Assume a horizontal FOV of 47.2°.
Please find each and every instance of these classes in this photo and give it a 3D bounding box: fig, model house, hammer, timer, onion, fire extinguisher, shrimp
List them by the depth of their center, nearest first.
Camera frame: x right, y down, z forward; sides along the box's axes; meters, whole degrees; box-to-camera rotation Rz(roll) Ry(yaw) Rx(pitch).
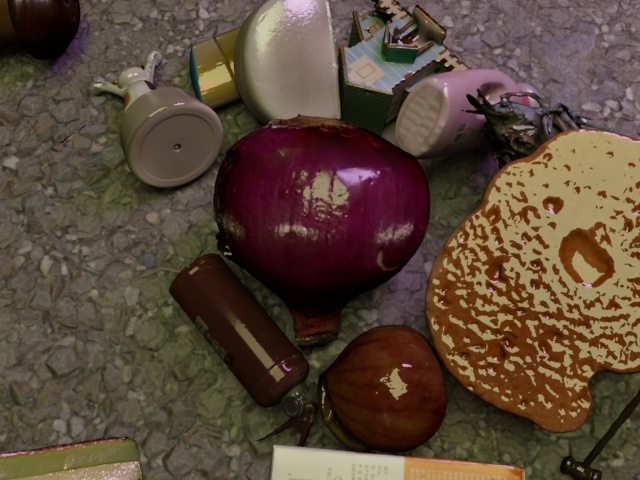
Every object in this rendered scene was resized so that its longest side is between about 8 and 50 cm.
[{"bbox_3d":[0.428,0.259,1.044,0.058,0.292,0.029,23,41,9],"label":"hammer"},{"bbox_3d":[0.092,0.226,1.096,0.205,0.205,0.205,0,69,1],"label":"fig"},{"bbox_3d":[0.000,0.000,1.150,0.348,0.348,0.385,2,103,1],"label":"onion"},{"bbox_3d":[-0.116,0.188,1.169,0.147,0.106,0.337,-47,71,19],"label":"fire extinguisher"},{"bbox_3d":[0.362,-0.170,1.177,0.172,0.372,0.137,-37,64,27],"label":"shrimp"},{"bbox_3d":[0.112,-0.297,1.310,0.206,0.178,0.271,-36,75,-19],"label":"model house"},{"bbox_3d":[-0.310,-0.240,1.327,0.175,0.175,0.266,-31,53,-11],"label":"timer"}]

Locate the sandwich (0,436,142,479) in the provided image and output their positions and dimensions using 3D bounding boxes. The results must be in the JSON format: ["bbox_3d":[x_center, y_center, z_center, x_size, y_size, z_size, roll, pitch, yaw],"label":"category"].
[{"bbox_3d":[-0.371,0.357,1.078,0.187,0.144,0.117,-13,71,-4],"label":"sandwich"}]

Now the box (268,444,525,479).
[{"bbox_3d":[0.099,0.382,1.018,0.341,0.225,0.143,5,68,3],"label":"box"}]

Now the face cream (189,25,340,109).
[{"bbox_3d":[-0.115,-0.351,1.390,0.285,0.067,0.139,-23,75,-8],"label":"face cream"}]

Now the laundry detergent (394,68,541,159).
[{"bbox_3d":[0.264,-0.219,1.235,0.335,0.159,0.088,-17,55,-44],"label":"laundry detergent"}]

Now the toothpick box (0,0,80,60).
[{"bbox_3d":[-0.603,-0.427,1.368,0.294,0.192,0.192,-3,69,5],"label":"toothpick box"}]

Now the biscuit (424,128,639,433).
[{"bbox_3d":[0.358,0.042,1.054,0.455,0.078,0.349,-40,81,7],"label":"biscuit"}]

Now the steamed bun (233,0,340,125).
[{"bbox_3d":[-0.063,-0.306,1.286,0.164,0.146,0.241,-8,100,-16],"label":"steamed bun"}]
